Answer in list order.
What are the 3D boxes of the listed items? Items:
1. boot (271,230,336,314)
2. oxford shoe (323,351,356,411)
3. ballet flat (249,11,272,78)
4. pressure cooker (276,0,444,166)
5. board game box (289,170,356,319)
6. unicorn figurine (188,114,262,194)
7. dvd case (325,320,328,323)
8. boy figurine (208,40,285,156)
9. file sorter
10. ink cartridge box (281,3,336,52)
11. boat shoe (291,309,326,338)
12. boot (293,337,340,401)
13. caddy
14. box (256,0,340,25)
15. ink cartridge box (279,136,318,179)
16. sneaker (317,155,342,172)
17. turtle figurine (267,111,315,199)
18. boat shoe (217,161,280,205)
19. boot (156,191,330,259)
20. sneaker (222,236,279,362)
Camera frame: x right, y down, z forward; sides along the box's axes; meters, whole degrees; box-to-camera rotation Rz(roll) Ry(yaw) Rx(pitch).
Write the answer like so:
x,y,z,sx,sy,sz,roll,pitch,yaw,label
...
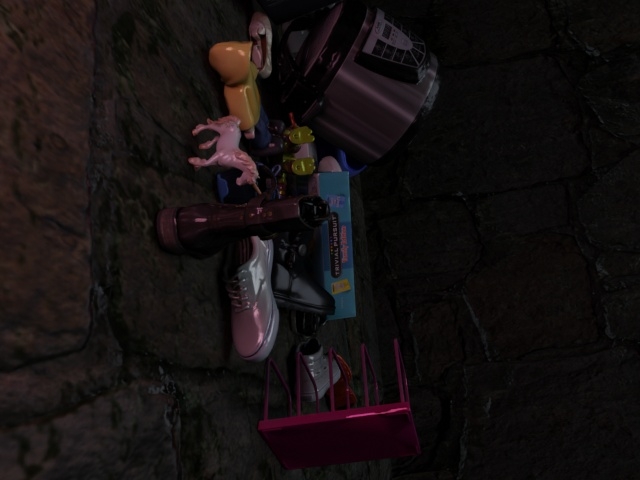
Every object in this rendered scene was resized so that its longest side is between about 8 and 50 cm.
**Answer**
x,y,z,sx,sy,sz,roll,pitch,yaw,label
-0.034,0.044,1.238,0.246,0.094,0.207,18,84,-48,boot
0.038,0.402,1.749,0.098,0.096,0.271,-115,-170,-45,oxford shoe
-0.146,-0.480,1.431,0.052,0.057,0.168,-4,86,-70,ballet flat
0.076,-0.441,1.616,0.376,0.420,0.370,-59,-164,7,pressure cooker
0.000,0.000,1.448,0.254,0.079,0.336,-161,-113,-72,board game box
-0.157,-0.144,0.972,0.060,0.111,0.162,52,32,-71,unicorn figurine
-0.010,0.150,1.803,0.164,0.018,0.221,-2,85,-79,dvd case
-0.147,-0.302,1.206,0.285,0.092,0.177,72,17,-57,boy figurine
0.042,0.335,1.226,0.202,0.290,0.182,71,12,-46,file sorter
-0.028,-0.733,1.914,0.100,0.171,0.237,68,17,-53,ink cartridge box
-0.017,0.214,1.564,0.233,0.079,0.084,37,44,-77,boat shoe
-0.006,0.305,1.496,0.258,0.095,0.124,-30,119,-78,boot
0.049,-0.371,1.900,0.179,0.241,0.342,-80,160,-77,caddy
-0.097,-0.712,1.311,0.395,0.211,0.294,-4,77,-79,box
-0.065,-0.229,1.584,0.143,0.089,0.092,36,47,-76,ink cartridge box
0.001,-0.080,1.602,0.106,0.123,0.290,27,-58,57,sneaker
-0.080,-0.203,1.406,0.217,0.087,0.270,165,-64,-69,turtle figurine
-0.125,-0.101,1.174,0.258,0.088,0.109,-59,141,-74,boat shoe
-0.096,-0.026,0.891,0.263,0.228,0.091,-24,106,-79,boot
-0.135,0.085,1.042,0.091,0.094,0.258,37,39,-50,sneaker
